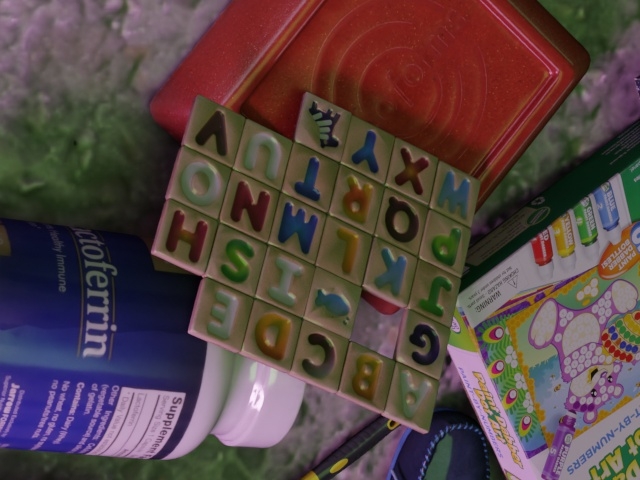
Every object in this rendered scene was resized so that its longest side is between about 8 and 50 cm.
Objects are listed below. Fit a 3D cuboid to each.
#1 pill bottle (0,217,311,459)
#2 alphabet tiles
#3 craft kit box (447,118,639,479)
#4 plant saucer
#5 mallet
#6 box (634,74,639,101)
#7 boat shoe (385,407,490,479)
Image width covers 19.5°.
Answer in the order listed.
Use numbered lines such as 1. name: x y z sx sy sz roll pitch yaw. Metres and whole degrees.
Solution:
1. pill bottle: -0.149 0.069 1.258 0.265 0.153 0.153 7 101 -25
2. alphabet tiles: 0.000 0.000 1.269 0.237 0.009 0.198 25 65 -27
3. craft kit box: 0.222 0.073 1.445 0.250 0.061 0.246 -36 118 -22
4. plant saucer: 0.052 -0.111 1.346 0.259 0.048 0.258 41 84 -24
5. mallet: -0.005 0.193 1.419 0.190 0.039 0.062 -29 112 -17
6. box: 0.355 -0.099 1.448 0.233 0.044 0.159 -30 112 -30
7. boat shoe: 0.105 0.261 1.449 0.109 0.089 0.258 -6 106 -21
